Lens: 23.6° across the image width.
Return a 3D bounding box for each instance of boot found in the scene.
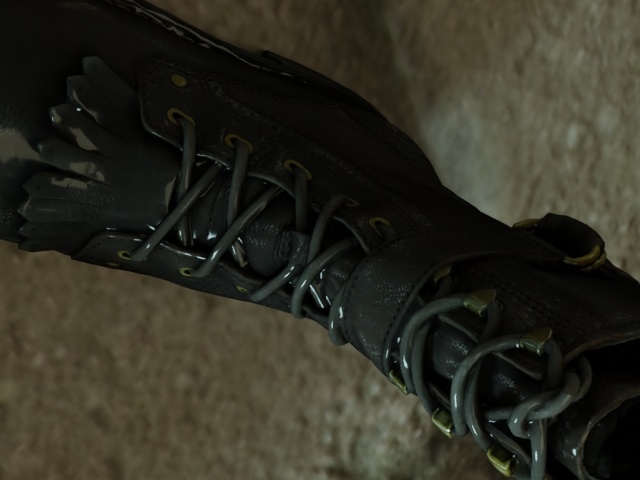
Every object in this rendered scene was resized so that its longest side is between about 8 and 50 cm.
[{"bbox_3d":[0.000,0.000,0.452,0.263,0.229,0.091,5,110,-40],"label":"boot"}]
